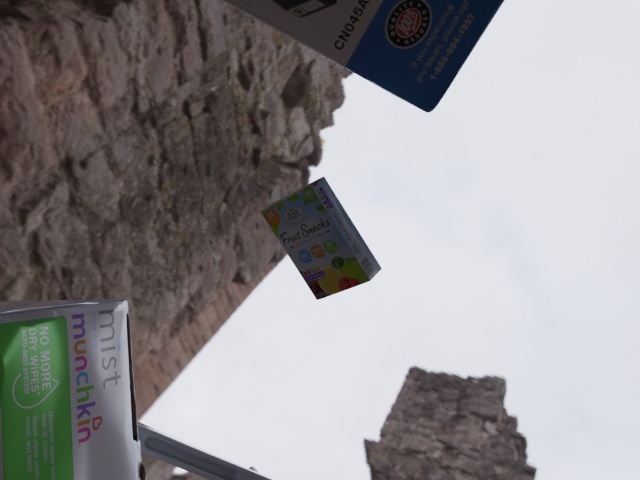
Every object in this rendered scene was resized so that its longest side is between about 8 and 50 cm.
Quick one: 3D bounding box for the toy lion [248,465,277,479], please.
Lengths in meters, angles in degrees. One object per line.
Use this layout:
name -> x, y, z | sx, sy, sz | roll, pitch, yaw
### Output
toy lion -> -0.074, 0.388, 1.115 | 0.034, 0.096, 0.100 | -37, -47, 6

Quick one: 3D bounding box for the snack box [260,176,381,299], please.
snack box -> 0.000, 0.000, 0.985 | 0.100, 0.037, 0.141 | -24, -78, 41

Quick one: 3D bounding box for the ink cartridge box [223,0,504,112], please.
ink cartridge box -> -0.005, -0.338, 0.662 | 0.395, 0.166, 0.285 | 26, -65, -12

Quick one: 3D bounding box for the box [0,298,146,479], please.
box -> -0.254, 0.177, 0.566 | 0.231, 0.127, 0.261 | -2, -90, 32

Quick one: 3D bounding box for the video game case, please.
video game case -> -0.175, 0.210, 0.801 | 0.206, 0.026, 0.227 | 31, -18, -25
